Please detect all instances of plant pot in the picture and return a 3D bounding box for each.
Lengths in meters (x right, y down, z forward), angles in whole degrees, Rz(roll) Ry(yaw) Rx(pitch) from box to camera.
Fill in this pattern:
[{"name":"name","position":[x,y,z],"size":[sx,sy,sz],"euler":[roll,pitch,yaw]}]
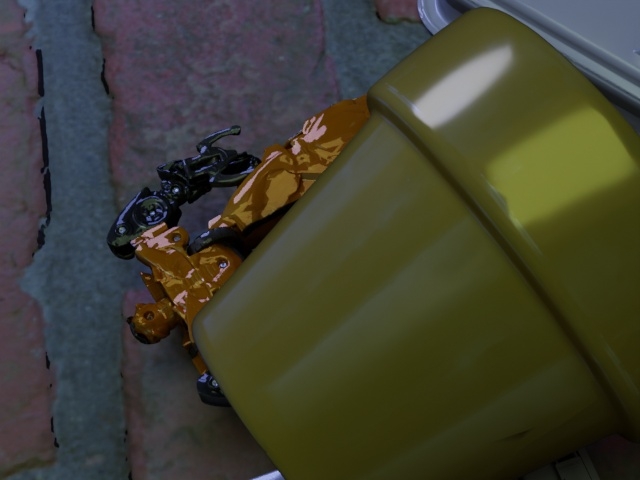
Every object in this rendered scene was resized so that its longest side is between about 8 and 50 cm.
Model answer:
[{"name":"plant pot","position":[0.070,0.040,0.709],"size":[0.239,0.254,0.254],"euler":[-38,63,0]}]

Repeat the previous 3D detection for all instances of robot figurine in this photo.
[{"name":"robot figurine","position":[0.000,0.000,0.882],"size":[0.291,0.085,0.211],"euler":[-29,61,-11]}]

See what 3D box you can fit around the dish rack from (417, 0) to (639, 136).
[{"name":"dish rack","position":[0.270,-0.239,0.997],"size":[0.285,0.072,0.333],"euler":[35,69,23]}]

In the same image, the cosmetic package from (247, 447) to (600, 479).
[{"name":"cosmetic package","position":[0.052,0.172,0.792],"size":[0.239,0.060,0.099],"euler":[-20,60,-5]}]
